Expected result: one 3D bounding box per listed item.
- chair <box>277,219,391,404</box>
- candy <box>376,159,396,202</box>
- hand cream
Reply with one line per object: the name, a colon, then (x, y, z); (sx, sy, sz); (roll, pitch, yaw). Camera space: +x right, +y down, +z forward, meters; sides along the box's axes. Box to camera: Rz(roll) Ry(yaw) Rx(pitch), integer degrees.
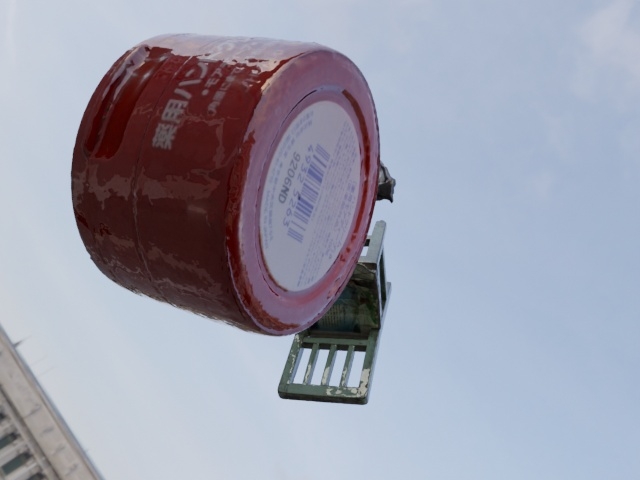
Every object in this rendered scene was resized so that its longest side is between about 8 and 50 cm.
chair: (0.022, 0.091, 0.951); (0.136, 0.270, 0.147); (1, -59, 15)
candy: (0.000, 0.000, 0.714); (0.094, 0.226, 0.051); (44, 2, 42)
hand cream: (-0.052, -0.039, 0.428); (0.125, 0.193, 0.193); (12, -54, 27)
